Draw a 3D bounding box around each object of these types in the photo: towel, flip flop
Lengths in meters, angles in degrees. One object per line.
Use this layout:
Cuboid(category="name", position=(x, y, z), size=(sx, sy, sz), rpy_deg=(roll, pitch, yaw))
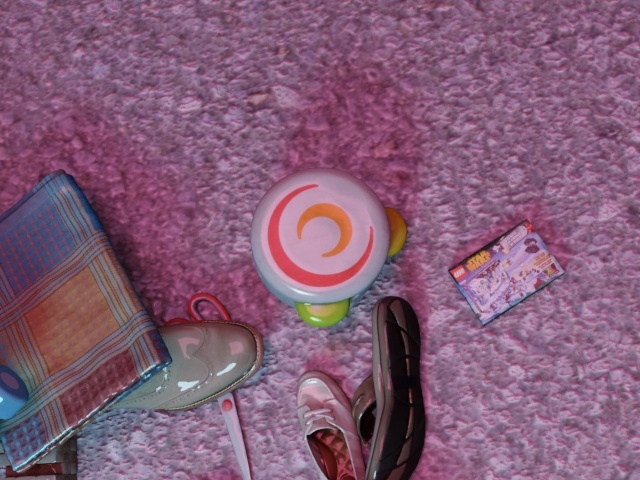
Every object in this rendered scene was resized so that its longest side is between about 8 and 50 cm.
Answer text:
Cuboid(category="towel", position=(-0.388, 0.101, 1.727), size=(0.271, 0.040, 0.370), rpy_deg=(-37, 58, 5))
Cuboid(category="flip flop", position=(0.084, 0.215, 1.711), size=(0.080, 0.112, 0.277), rpy_deg=(-7, 79, 34))

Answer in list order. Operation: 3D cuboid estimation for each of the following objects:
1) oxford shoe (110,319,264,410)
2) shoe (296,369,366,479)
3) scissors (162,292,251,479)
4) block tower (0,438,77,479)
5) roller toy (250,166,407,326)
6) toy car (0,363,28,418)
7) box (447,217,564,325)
Cuboid(category="oxford shoe", position=(-0.252, 0.183, 1.736), size=(0.348, 0.130, 0.123), rpy_deg=(-15, 78, 13))
Cuboid(category="shoe", position=(0.020, 0.281, 1.722), size=(0.076, 0.058, 0.219), rpy_deg=(-21, 76, 4))
Cuboid(category="scissors", position=(-0.130, 0.216, 1.779), size=(0.109, 0.021, 0.297), rpy_deg=(-32, 75, 1))
Cuboid(category="block tower", position=(-0.398, 0.433, 1.743), size=(0.091, 0.097, 0.335), rpy_deg=(-5, 79, 9))
Cuboid(category="roller toy", position=(0.000, 0.000, 1.738), size=(0.191, 0.146, 0.209), rpy_deg=(39, 81, 5))
Cuboid(category="toy car", position=(-0.535, 0.186, 1.661), size=(0.219, 0.210, 0.238), rpy_deg=(-45, 34, 11))
Cuboid(category="box", position=(0.260, 0.045, 1.747), size=(0.137, 0.027, 0.094), rpy_deg=(-33, 77, 1))
